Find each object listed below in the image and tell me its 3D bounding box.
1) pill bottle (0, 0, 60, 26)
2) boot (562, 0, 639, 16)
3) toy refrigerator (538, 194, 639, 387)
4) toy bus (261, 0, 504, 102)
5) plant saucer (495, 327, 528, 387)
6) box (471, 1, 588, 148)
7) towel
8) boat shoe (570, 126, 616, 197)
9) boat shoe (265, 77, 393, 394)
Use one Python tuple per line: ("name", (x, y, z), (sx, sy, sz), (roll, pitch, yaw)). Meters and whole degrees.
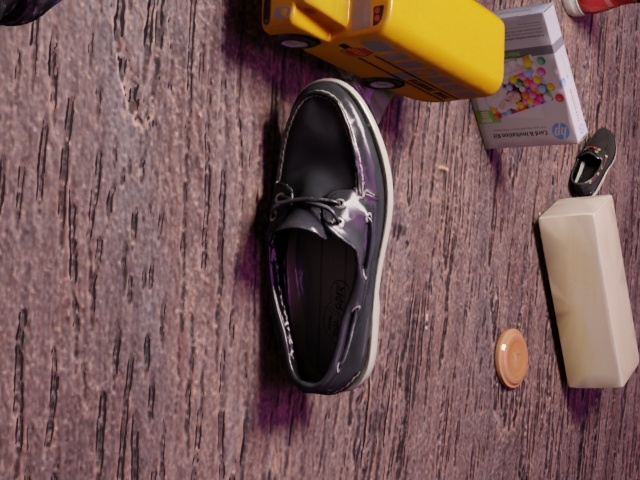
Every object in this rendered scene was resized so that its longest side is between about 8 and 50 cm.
("pill bottle", (-0.242, -0.252, 1.054), (0.219, 0.122, 0.123), (-52, 128, -42))
("boot", (0.422, -0.453, 1.908), (0.088, 0.176, 0.244), (-54, 127, -38))
("toy refrigerator", (0.398, 0.077, 1.920), (0.102, 0.094, 0.270), (-35, 116, -56))
("toy bus", (0.073, -0.242, 1.428), (0.332, 0.130, 0.108), (15, 76, -55))
("plant saucer", (0.270, 0.165, 1.807), (0.083, 0.013, 0.084), (4, 85, -54))
("box", (0.262, -0.214, 1.707), (0.038, 0.145, 0.186), (-44, 123, -42))
("towel", (0.055, -0.226, 1.532), (0.152, 0.023, 0.113), (59, 46, -33))
("boat shoe", (0.424, -0.126, 1.999), (0.133, 0.049, 0.042), (-63, 142, -27))
("boat shoe", (-0.004, 0.000, 1.357), (0.113, 0.127, 0.340), (-13, 108, -65))
